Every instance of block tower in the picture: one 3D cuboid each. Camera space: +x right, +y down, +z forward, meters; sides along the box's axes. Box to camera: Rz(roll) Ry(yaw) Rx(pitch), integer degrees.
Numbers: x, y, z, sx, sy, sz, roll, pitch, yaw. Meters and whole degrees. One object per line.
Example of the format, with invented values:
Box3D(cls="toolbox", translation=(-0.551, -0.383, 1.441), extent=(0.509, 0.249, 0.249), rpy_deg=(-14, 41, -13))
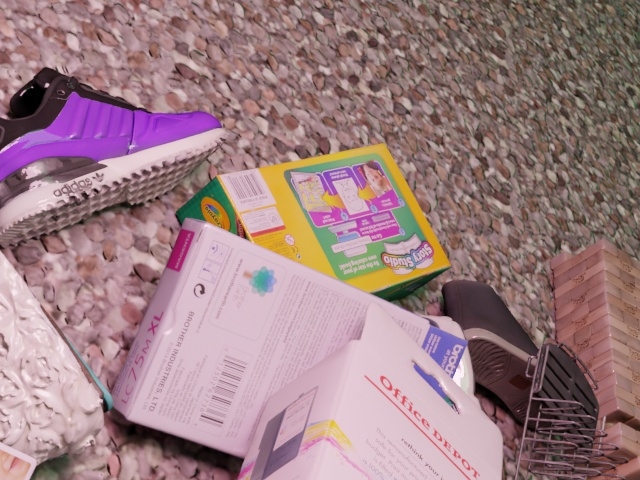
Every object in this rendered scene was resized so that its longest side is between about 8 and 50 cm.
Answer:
Box3D(cls="block tower", translation=(0.358, 0.153, 1.555), extent=(0.091, 0.097, 0.335), rpy_deg=(27, 45, -28))

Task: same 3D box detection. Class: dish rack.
Box3D(cls="dish rack", translation=(0.267, 0.252, 1.323), extent=(0.208, 0.074, 0.271), rpy_deg=(47, 50, -47))

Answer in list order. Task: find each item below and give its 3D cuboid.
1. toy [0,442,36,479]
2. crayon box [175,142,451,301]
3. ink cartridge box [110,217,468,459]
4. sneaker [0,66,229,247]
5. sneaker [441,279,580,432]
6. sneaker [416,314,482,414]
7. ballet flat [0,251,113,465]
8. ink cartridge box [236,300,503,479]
Box3D(cls="toy", translation=(-0.328, 0.171, 0.882), extent=(0.237, 0.056, 0.137), rpy_deg=(32, 72, -25))
Box3D(cls="crayon box", translation=(0.000, 0.000, 1.337), extent=(0.278, 0.081, 0.165), rpy_deg=(-15, 73, -48))
Box3D(cls="ink cartridge box", translation=(-0.023, 0.120, 1.174), extent=(0.311, 0.065, 0.186), rpy_deg=(24, 87, -27))
Box3D(cls="sneaker", translation=(-0.215, -0.106, 1.195), extent=(0.293, 0.102, 0.146), rpy_deg=(-24, 79, -49))
Box3D(cls="sneaker", translation=(0.230, 0.130, 1.461), extent=(0.222, 0.083, 0.118), rpy_deg=(38, 29, -29))
Box3D(cls="sneaker", translation=(0.111, 0.205, 1.304), extent=(0.110, 0.107, 0.275), rpy_deg=(-1, 57, -22))
Box3D(cls="ballet flat", translation=(-0.318, 0.009, 1.003), extent=(0.147, 0.147, 0.409), rpy_deg=(-25, 80, -49))
Box3D(cls="ink cartridge box", translation=(0.040, 0.230, 1.043), extent=(0.207, 0.119, 0.353), rpy_deg=(46, 28, -14))
